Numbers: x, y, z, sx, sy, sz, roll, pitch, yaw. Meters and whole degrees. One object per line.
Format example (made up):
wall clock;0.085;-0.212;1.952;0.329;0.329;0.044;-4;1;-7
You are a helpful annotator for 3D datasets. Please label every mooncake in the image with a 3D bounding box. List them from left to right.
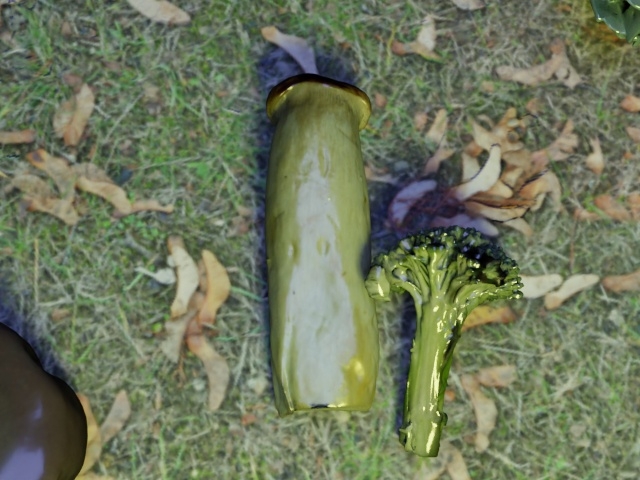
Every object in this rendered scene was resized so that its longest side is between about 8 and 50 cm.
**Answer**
mooncake;-0.313;0.181;0.986;0.245;0.133;0.245;0;75;0

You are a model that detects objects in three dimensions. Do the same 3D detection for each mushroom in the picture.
mushroom;0.000;0.000;1.067;0.100;0.081;0.312;-2;76;3

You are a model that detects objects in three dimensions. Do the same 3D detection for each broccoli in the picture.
broccoli;0.101;0.086;1.040;0.118;0.122;0.204;15;94;33

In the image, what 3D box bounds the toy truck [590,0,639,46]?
toy truck;0.306;-0.350;1.120;0.184;0.133;0.338;-10;74;-16
